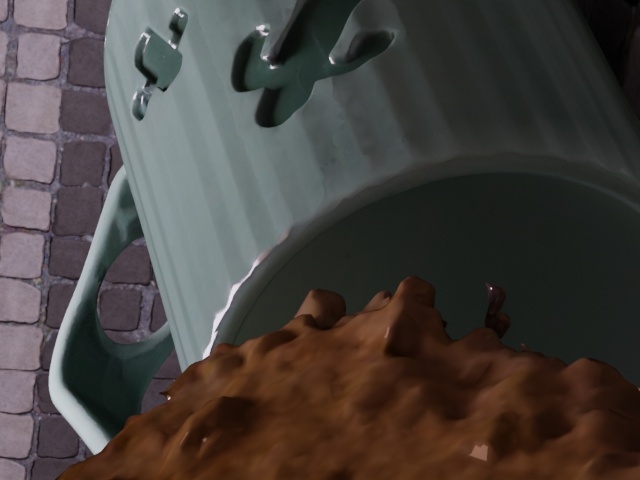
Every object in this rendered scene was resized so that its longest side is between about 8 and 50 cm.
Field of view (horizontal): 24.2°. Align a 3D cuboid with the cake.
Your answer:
[{"bbox_3d":[0.028,0.202,0.478,0.256,0.282,0.290,13,136,51],"label":"cake"}]

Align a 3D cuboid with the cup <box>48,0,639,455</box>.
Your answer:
[{"bbox_3d":[0.024,0.002,0.885,0.392,0.310,0.400,-106,30,-56],"label":"cup"}]
